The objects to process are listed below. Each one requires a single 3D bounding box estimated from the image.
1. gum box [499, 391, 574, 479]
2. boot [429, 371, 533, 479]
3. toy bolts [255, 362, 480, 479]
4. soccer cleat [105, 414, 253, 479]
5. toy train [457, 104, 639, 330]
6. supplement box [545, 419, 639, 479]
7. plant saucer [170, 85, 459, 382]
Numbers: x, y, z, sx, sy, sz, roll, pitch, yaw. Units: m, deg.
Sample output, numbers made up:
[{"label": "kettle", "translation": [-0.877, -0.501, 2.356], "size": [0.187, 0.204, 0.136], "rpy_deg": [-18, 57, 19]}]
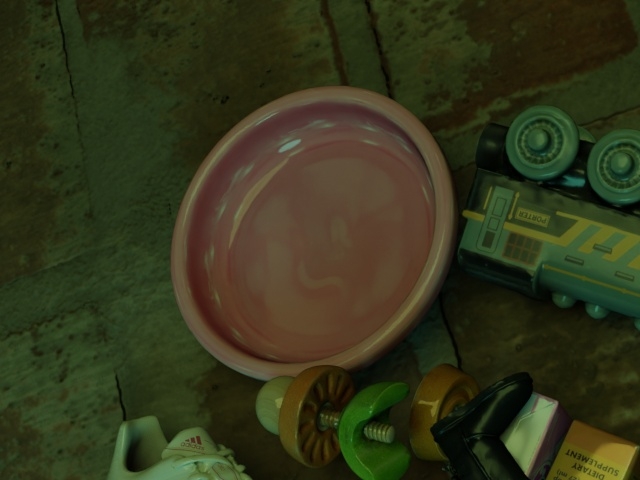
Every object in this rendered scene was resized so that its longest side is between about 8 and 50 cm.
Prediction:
[{"label": "gum box", "translation": [0.182, 0.245, 1.649], "size": [0.062, 0.107, 0.188], "rpy_deg": [19, 78, 25]}, {"label": "boot", "translation": [0.168, 0.194, 1.587], "size": [0.121, 0.045, 0.099], "rpy_deg": [-35, 60, 13]}, {"label": "toy bolts", "translation": [0.040, 0.223, 1.701], "size": [0.158, 0.218, 0.228], "rpy_deg": [11, 107, 36]}, {"label": "soccer cleat", "translation": [-0.104, 0.271, 1.684], "size": [0.331, 0.116, 0.143], "rpy_deg": [16, 105, 42]}, {"label": "toy train", "translation": [0.298, -0.013, 1.697], "size": [0.334, 0.142, 0.190], "rpy_deg": [18, 90, 22]}, {"label": "supplement box", "translation": [0.238, 0.297, 1.628], "size": [0.078, 0.080, 0.233], "rpy_deg": [21, 81, 27]}, {"label": "plant saucer", "translation": [0.000, 0.000, 1.802], "size": [0.332, 0.084, 0.332], "rpy_deg": [-10, 67, 23]}]
